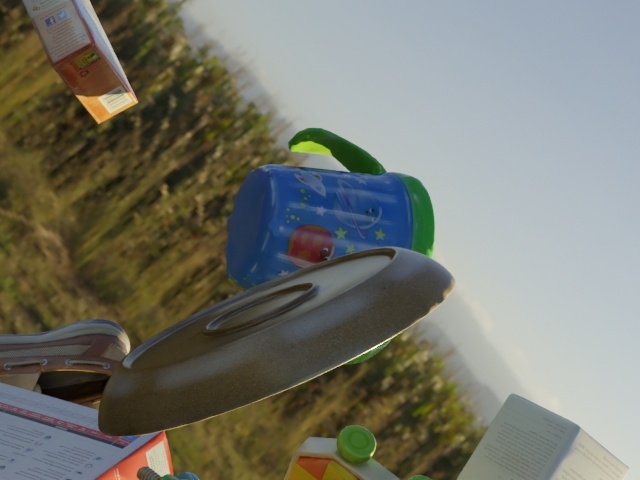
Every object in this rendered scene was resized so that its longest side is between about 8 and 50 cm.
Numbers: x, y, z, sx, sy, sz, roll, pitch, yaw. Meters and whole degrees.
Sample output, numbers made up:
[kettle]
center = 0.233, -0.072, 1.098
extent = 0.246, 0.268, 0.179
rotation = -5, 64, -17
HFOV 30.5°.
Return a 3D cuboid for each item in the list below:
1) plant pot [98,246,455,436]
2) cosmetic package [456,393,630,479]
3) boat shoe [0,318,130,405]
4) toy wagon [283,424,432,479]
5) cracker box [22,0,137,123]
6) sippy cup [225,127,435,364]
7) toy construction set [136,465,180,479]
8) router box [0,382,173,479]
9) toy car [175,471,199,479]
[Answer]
[plant pot]
center = -0.032, 0.054, 0.725
extent = 0.236, 0.236, 0.032
rotation = -141, -151, -82
[cosmetic package]
center = 0.322, 0.356, 1.732
extent = 0.151, 0.183, 0.151
rotation = 40, -10, -33
[boat shoe]
center = -0.430, 0.207, 1.691
extent = 0.116, 0.324, 0.123
rotation = -116, -167, -47
[toy wagon]
center = 0.096, 0.433, 1.749
extent = 0.344, 0.068, 0.267
rotation = 36, -43, 16
[cracker box]
center = -0.332, -0.288, 1.539
extent = 0.232, 0.067, 0.155
rotation = 61, 0, 25
[sippy cup]
center = 0.000, 0.000, 1.572
extent = 0.224, 0.240, 0.305
rotation = 14, 19, -24
[toy construction set]
center = -0.189, 0.382, 1.170
extent = 0.237, 0.309, 0.257
rotation = 26, -48, 37
[router box]
center = -0.399, 0.292, 1.392
extent = 0.335, 0.301, 0.082
rotation = 9, -64, 35
[toy car]
center = -0.205, 0.439, 1.813
extent = 0.136, 0.159, 0.182
rotation = -23, 88, -52
